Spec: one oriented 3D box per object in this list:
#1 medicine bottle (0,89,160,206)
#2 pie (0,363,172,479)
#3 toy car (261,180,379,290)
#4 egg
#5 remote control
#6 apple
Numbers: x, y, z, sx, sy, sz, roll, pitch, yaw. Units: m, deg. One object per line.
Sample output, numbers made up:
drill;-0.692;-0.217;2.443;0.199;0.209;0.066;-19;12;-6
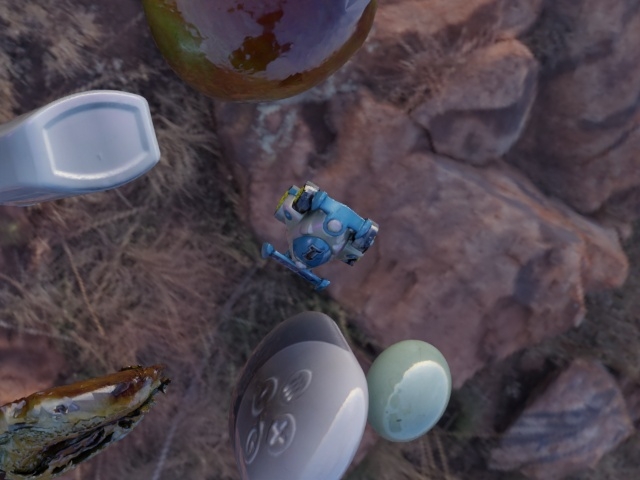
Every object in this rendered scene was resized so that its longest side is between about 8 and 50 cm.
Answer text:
medicine bottle;-0.342;-0.110;1.373;0.179;0.324;0.124;-18;96;-31
pie;-0.348;0.259;1.524;0.308;0.085;0.308;-29;165;-8
toy car;0.000;0.000;1.312;0.126;0.161;0.098;31;82;-9
egg;0.150;0.261;1.876;0.192;0.149;0.149;-58;138;-33
remote control;-0.034;0.215;1.377;0.103;0.332;0.221;34;100;-22
apple;-0.074;-0.284;1.402;0.254;0.179;0.346;-44;155;23
